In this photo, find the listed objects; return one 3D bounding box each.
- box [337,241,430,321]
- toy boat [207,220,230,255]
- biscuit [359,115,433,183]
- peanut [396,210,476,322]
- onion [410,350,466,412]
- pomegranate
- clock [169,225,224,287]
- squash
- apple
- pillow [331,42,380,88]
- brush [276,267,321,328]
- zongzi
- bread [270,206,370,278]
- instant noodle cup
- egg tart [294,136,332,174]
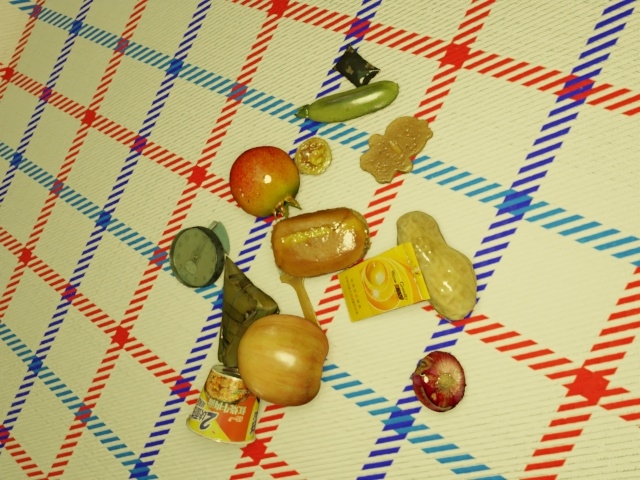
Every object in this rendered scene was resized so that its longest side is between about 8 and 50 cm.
[{"bbox_3d":[0.159,0.121,1.089,0.269,0.043,0.153,-32,70,47],"label":"box"},{"bbox_3d":[-0.341,-0.004,1.382,0.122,0.034,0.096,38,100,13],"label":"toy boat"},{"bbox_3d":[0.223,-0.274,1.188,0.166,0.036,0.225,42,96,20],"label":"biscuit"},{"bbox_3d":[0.300,0.057,1.061,0.149,0.149,0.313,-37,67,13],"label":"peanut"},{"bbox_3d":[0.289,0.363,1.048,0.150,0.140,0.150,5,75,-21],"label":"onion"},{"bbox_3d":[-0.160,-0.169,1.236,0.221,0.221,0.257,-46,77,10],"label":"pomegranate"},{"bbox_3d":[-0.426,0.058,1.375,0.214,0.042,0.215,1,93,24],"label":"clock"},{"bbox_3d":[0.075,-0.414,1.239,0.340,0.094,0.095,-9,79,18],"label":"squash"},{"bbox_3d":[-0.106,0.332,1.125,0.240,0.242,0.242,13,88,5],"label":"apple"},{"bbox_3d":[0.109,-0.537,1.261,0.090,0.048,0.150,-44,72,8],"label":"pillow"},{"bbox_3d":[-0.057,0.170,1.249,0.103,0.013,0.272,-27,74,17],"label":"brush"},{"bbox_3d":[-0.286,0.229,1.289,0.289,0.123,0.260,36,102,36],"label":"zongzi"},{"bbox_3d":[0.000,0.000,1.166,0.288,0.156,0.204,-11,81,14],"label":"bread"},{"bbox_3d":[-0.272,0.478,1.199,0.213,0.213,0.174,10,79,22],"label":"instant noodle cup"},{"bbox_3d":[-0.022,-0.260,1.273,0.130,0.052,0.131,-3,81,20],"label":"egg tart"}]
